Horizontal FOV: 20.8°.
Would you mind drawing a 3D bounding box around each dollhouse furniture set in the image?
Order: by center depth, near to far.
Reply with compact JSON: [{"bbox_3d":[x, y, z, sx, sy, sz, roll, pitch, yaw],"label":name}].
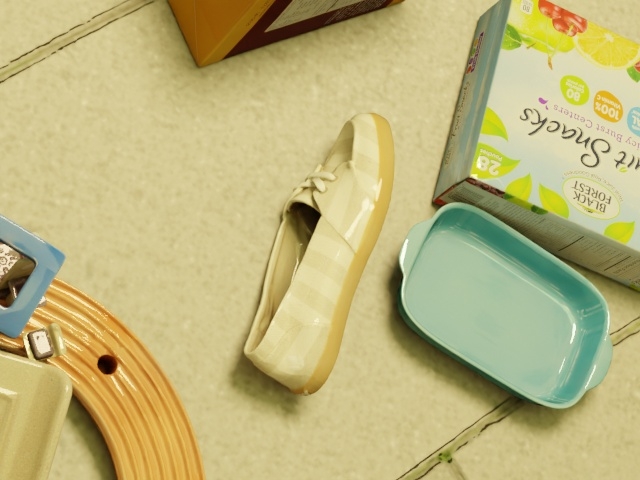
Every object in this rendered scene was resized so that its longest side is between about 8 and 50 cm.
[{"bbox_3d":[-0.219,0.037,1.094,0.114,0.081,0.091,-13,79,-27],"label":"dollhouse furniture set"}]

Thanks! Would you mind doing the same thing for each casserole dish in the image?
[{"bbox_3d":[0.134,0.052,1.308,0.188,0.037,0.114,32,64,-13],"label":"casserole dish"}]

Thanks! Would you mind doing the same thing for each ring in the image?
[{"bbox_3d":[-0.234,0.172,1.110,0.336,0.032,0.336,7,72,-23],"label":"ring"}]

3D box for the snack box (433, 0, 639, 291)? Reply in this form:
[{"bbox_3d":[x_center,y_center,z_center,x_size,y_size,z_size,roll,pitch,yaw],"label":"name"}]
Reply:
[{"bbox_3d":[0.208,-0.075,1.362,0.207,0.070,0.174,23,66,-15],"label":"snack box"}]

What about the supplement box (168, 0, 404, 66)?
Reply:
[{"bbox_3d":[-0.025,-0.261,1.281,0.194,0.129,0.191,-21,83,-28],"label":"supplement box"}]

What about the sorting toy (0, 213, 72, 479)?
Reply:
[{"bbox_3d":[-0.268,0.142,1.050,0.196,0.047,0.347,17,80,-14],"label":"sorting toy"}]

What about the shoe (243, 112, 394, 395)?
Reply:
[{"bbox_3d":[0.000,0.000,1.241,0.058,0.076,0.219,24,68,-21],"label":"shoe"}]
